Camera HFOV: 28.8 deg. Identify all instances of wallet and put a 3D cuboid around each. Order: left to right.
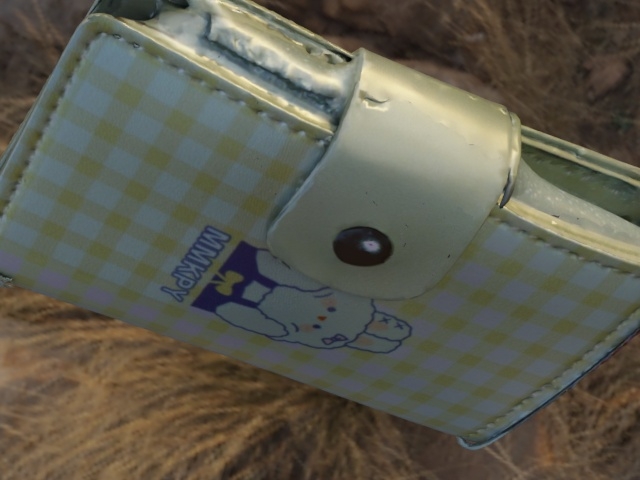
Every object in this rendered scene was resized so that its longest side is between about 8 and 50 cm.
[{"bbox_3d":[0.000,0.000,0.612,0.223,0.310,0.077,-46,31,46],"label":"wallet"}]
